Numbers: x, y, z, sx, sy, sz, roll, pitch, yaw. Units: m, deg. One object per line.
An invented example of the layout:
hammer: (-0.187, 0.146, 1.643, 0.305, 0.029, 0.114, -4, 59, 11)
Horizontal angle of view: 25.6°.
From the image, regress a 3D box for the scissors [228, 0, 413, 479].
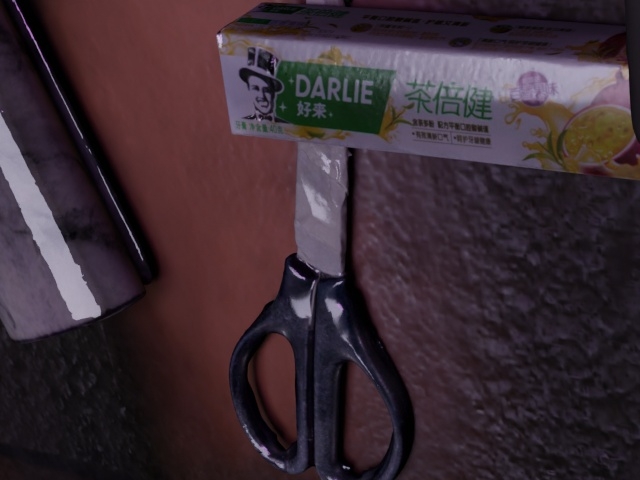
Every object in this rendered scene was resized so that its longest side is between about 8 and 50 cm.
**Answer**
scissors: (0.000, 0.000, 0.688, 0.109, 0.022, 0.300, 18, 124, 27)

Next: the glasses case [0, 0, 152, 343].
glasses case: (-0.200, -0.089, 0.772, 0.114, 0.060, 0.299, -15, 104, 41)

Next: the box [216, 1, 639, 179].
box: (0.052, -0.063, 0.579, 0.207, 0.041, 0.050, 9, 121, 29)

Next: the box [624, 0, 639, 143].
box: (0.179, -0.123, 0.323, 0.220, 0.166, 0.291, -136, 34, -60)
